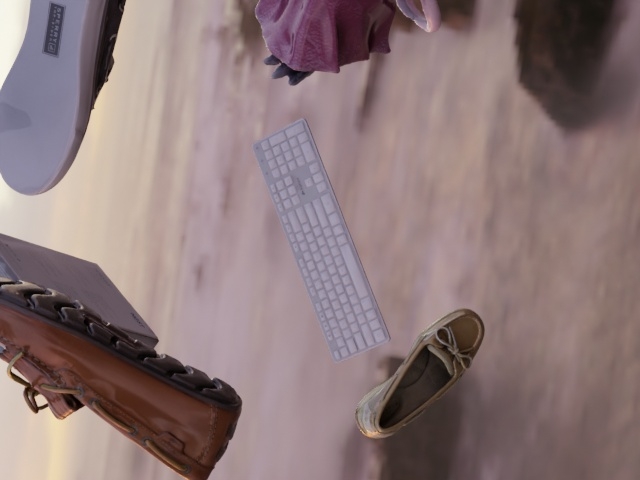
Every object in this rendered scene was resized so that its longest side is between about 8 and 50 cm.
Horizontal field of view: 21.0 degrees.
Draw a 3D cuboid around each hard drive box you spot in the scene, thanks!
[{"bbox_3d":[-0.355,0.089,2.294,0.089,0.232,0.181,-53,52,12],"label":"hard drive box"}]

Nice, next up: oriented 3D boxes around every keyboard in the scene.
[{"bbox_3d":[0.000,0.000,1.839,0.014,0.072,0.256,-8,-105,-57],"label":"keyboard"}]

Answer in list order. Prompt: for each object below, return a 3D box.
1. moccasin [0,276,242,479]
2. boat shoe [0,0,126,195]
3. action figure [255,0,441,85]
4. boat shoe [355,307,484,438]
[{"bbox_3d":[-0.280,0.160,2.020,0.147,0.380,0.139,-62,2,9],"label":"moccasin"},{"bbox_3d":[-0.192,-0.145,1.336,0.076,0.080,0.229,-20,-54,-59],"label":"boat shoe"},{"bbox_3d":[0.051,-0.326,1.621,0.248,0.275,0.370,58,142,40],"label":"action figure"},{"bbox_3d":[0.096,0.120,1.554,0.153,0.056,0.048,-40,8,-17],"label":"boat shoe"}]
